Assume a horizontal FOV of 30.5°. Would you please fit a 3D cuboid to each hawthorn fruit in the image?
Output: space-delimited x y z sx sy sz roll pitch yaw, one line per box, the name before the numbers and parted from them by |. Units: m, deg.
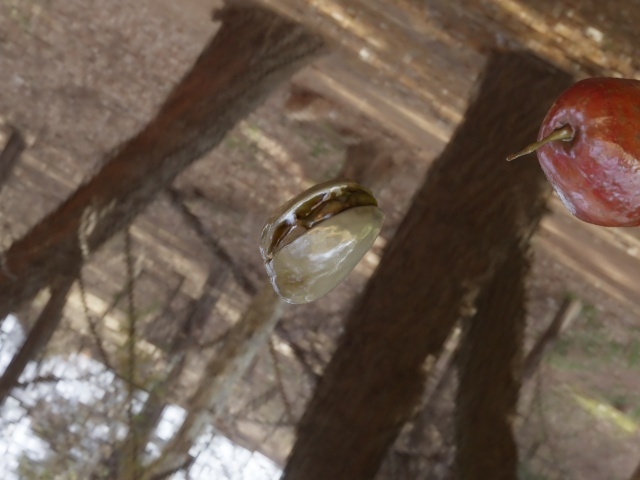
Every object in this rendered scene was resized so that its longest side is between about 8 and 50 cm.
hawthorn fruit | 0.290 -0.103 1.231 0.203 0.163 0.162 22 -173 -38

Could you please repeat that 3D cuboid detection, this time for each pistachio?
pistachio | 0.000 0.000 1.221 0.113 0.149 0.113 49 -160 -25
